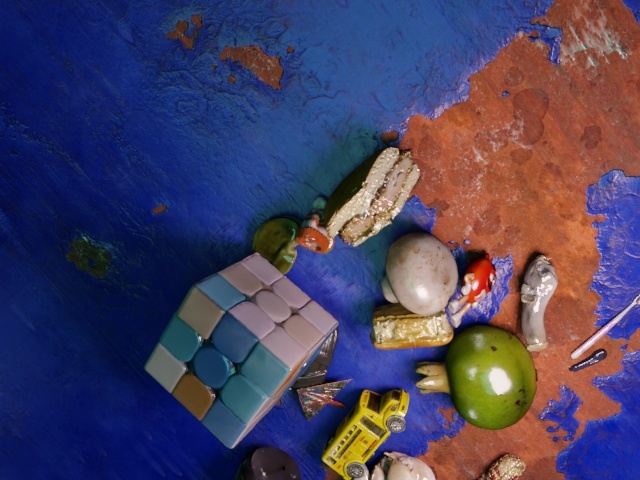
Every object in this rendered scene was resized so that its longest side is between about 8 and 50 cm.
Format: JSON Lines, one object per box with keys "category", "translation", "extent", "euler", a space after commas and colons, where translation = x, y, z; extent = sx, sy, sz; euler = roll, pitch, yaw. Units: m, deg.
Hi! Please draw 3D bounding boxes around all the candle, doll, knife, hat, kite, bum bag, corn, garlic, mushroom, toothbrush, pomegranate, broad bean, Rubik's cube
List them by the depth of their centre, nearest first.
{"category": "Rubik's cube", "translation": [-0.216, 0.296, 1.620], "extent": [0.347, 0.347, 0.344], "euler": [40, 116, 12]}
{"category": "mushroom", "translation": [0.262, 0.102, 1.634], "extent": [0.244, 0.243, 0.243], "euler": [2, 106, 7]}
{"category": "mushroom", "translation": [0.625, 0.180, 1.641], "extent": [0.096, 0.099, 0.277], "euler": [10, 92, 42]}
{"category": "doll", "translation": [0.444, 0.138, 1.643], "extent": [0.085, 0.183, 0.217], "euler": [28, 71, 31]}
{"category": "hat", "translation": [-0.010, -0.055, 1.654], "extent": [0.094, 0.112, 0.162], "euler": [5, 64, 35]}
{"category": "toothbrush", "translation": [0.851, 0.253, 1.682], "extent": [0.020, 0.025, 0.286], "euler": [40, 107, -4]}
{"category": "pomegranate", "translation": [0.459, 0.419, 1.682], "extent": [0.359, 0.216, 0.309], "euler": [-6, 107, 10]}
{"category": "broad bean", "translation": [-0.132, 0.015, 1.722], "extent": [0.153, 0.072, 0.206], "euler": [41, 109, 11]}
{"category": "knife", "translation": [0.808, 0.366, 1.723], "extent": [0.121, 0.018, 0.031], "euler": [-33, 106, 16]}
{"category": "bum bag", "translation": [-0.036, 0.375, 1.805], "extent": [0.142, 0.079, 0.326], "euler": [13, 108, -8]}
{"category": "corn", "translation": [0.548, 0.796, 1.837], "extent": [0.098, 0.098, 0.289], "euler": [33, 106, -2]}
{"category": "kite", "translation": [0.007, 0.509, 1.842], "extent": [0.189, 0.009, 0.232], "euler": [27, 117, -22]}
{"category": "garlic", "translation": [0.239, 0.785, 1.843], "extent": [0.281, 0.185, 0.203], "euler": [-30, 72, 31]}
{"category": "candle", "translation": [-0.210, 0.875, 1.901], "extent": [0.221, 0.221, 0.342], "euler": [25, 110, 0]}

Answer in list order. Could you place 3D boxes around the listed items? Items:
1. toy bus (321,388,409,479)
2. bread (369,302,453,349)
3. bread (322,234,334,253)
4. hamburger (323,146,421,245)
{"category": "toy bus", "translation": [0.146, 0.594, 1.811], "extent": [0.152, 0.144, 0.330], "euler": [34, 109, 2]}
{"category": "bread", "translation": [0.265, 0.251, 1.683], "extent": [0.246, 0.174, 0.121], "euler": [-4, 108, 7]}
{"category": "bread", "translation": [0.000, 0.000, 1.714], "extent": [0.083, 0.046, 0.081], "euler": [40, 104, -3]}
{"category": "hamburger", "translation": [0.132, -0.123, 1.605], "extent": [0.155, 0.245, 0.282], "euler": [36, 64, -29]}
